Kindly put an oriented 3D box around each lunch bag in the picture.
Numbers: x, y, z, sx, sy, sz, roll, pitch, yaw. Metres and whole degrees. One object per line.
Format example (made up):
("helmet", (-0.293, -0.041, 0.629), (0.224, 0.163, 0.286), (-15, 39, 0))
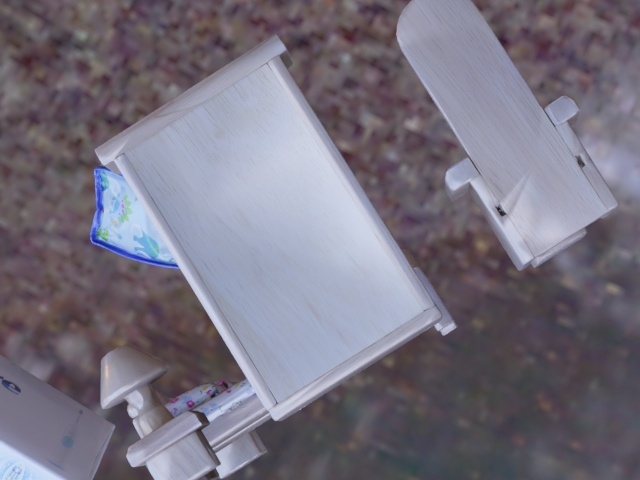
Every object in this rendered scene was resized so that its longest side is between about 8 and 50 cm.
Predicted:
("lunch bag", (-0.104, -0.030, 1.716), (0.151, 0.129, 0.096), (21, 119, 27))

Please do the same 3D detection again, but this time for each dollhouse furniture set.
("dollhouse furniture set", (0.000, 0.000, 1.185), (0.174, 0.303, 0.355), (58, -179, 6))

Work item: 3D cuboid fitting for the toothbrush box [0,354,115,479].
("toothbrush box", (-0.323, 0.215, 1.463), (0.216, 0.295, 0.126), (33, -163, -7))
